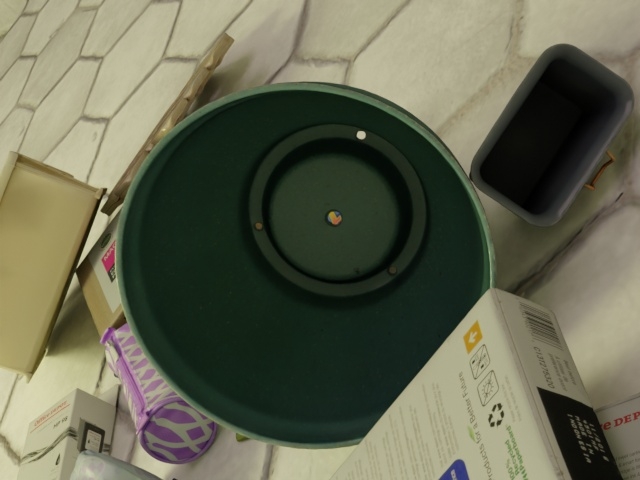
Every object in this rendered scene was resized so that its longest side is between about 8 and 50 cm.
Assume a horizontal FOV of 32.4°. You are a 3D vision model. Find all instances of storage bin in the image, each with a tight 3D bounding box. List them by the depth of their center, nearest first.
[{"bbox_3d":[0.184,-0.079,0.898,0.135,0.098,0.091,-57,3,-1],"label":"storage bin"},{"bbox_3d":[-0.385,0.028,1.453,0.260,0.123,0.262,-164,94,-80],"label":"storage bin"}]

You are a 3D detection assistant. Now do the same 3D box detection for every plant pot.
[{"bbox_3d":[0.000,0.000,0.924,0.293,0.293,0.196,-45,5,18],"label":"plant pot"}]

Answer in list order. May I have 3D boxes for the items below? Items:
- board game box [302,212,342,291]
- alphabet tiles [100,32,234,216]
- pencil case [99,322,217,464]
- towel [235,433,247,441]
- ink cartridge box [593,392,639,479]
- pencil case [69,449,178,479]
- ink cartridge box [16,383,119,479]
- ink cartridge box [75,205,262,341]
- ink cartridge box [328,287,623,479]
[{"bbox_3d":[-0.003,0.006,1.109,0.170,0.048,0.141,-47,30,15],"label":"board game box"},{"bbox_3d":[-0.209,-0.159,1.514,0.278,0.021,0.284,-36,22,58],"label":"alphabet tiles"},{"bbox_3d":[-0.174,0.153,1.172,0.086,0.088,0.206,-56,31,5],"label":"pencil case"},{"bbox_3d":[-0.051,0.160,1.067,0.083,0.009,0.060,-28,41,40],"label":"towel"},{"bbox_3d":[0.196,0.162,0.671,0.089,0.052,0.122,-30,41,37],"label":"ink cartridge box"},{"bbox_3d":[-0.236,0.338,1.058,0.124,0.114,0.273,-11,51,63],"label":"pencil case"},{"bbox_3d":[-0.298,0.247,1.283,0.104,0.060,0.180,-36,36,31],"label":"ink cartridge box"},{"bbox_3d":[-0.184,0.005,1.330,0.234,0.088,0.193,-54,31,6],"label":"ink cartridge box"},{"bbox_3d":[0.054,0.220,0.763,0.371,0.069,0.175,-53,28,29],"label":"ink cartridge box"}]
